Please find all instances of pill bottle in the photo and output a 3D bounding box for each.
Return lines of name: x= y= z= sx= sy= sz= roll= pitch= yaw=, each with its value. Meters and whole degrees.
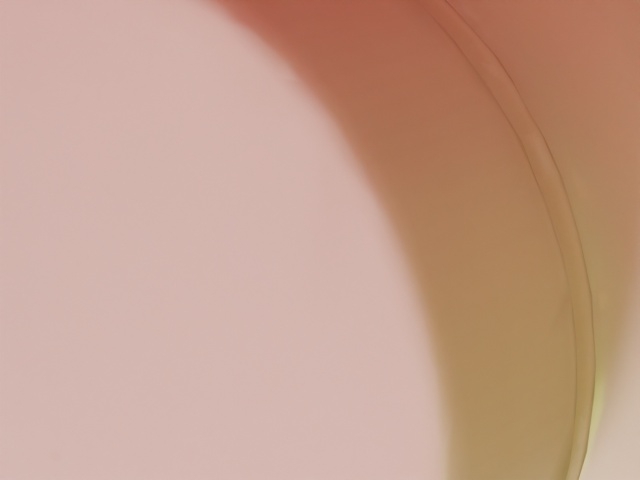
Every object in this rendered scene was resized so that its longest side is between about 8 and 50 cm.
pill bottle: x=0.054 y=-0.016 z=0.554 sx=0.392 sy=0.224 sz=0.224 roll=-22 pitch=156 yaw=-53
